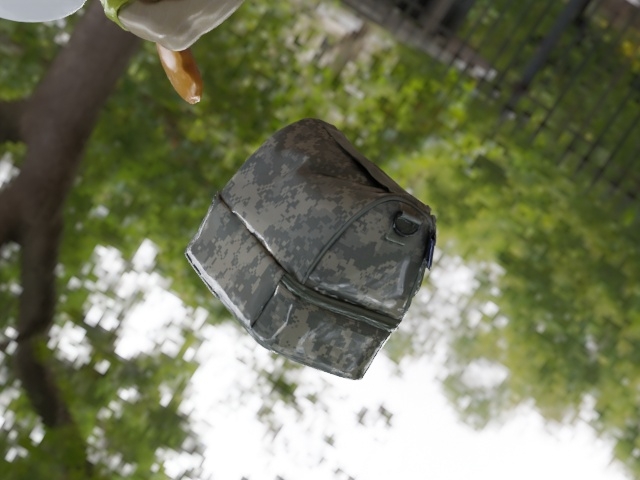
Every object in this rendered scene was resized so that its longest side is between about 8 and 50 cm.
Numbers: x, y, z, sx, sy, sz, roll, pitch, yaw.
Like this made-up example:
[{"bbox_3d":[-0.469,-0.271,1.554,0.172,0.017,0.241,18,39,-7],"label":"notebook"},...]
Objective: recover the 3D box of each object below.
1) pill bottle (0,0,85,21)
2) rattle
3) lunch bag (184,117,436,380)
[{"bbox_3d":[-0.327,-0.399,1.817,0.161,0.161,0.283,20,-123,-41],"label":"pill bottle"},{"bbox_3d":[-0.059,-0.210,1.190,0.130,0.199,0.143,22,164,49],"label":"rattle"},{"bbox_3d":[0.000,0.000,2.106,0.213,0.256,0.305,20,-164,-34],"label":"lunch bag"}]
